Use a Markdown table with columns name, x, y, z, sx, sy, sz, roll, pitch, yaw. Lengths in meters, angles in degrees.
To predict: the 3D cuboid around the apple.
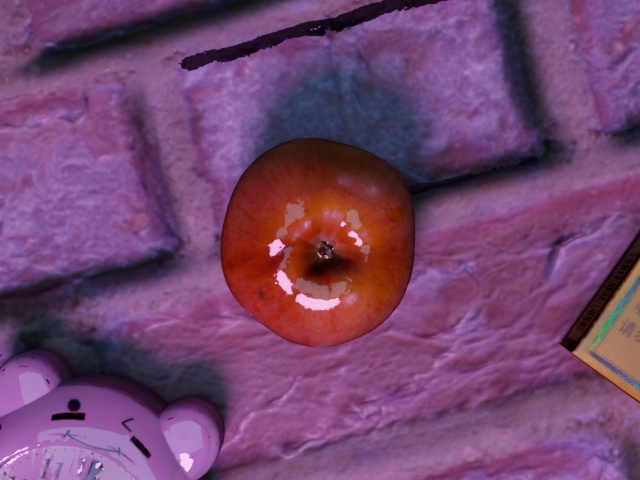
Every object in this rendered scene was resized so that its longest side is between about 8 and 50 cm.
| name | x | y | z | sx | sy | sz | roll | pitch | yaw |
| --- | --- | --- | --- | --- | --- | --- | --- | --- | --- |
| apple | 0.000 | 0.000 | 1.104 | 0.209 | 0.164 | 0.209 | 0 | 94 | -1 |

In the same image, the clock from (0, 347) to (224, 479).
| name | x | y | z | sx | sy | sz | roll | pitch | yaw |
| --- | --- | --- | --- | --- | --- | --- | --- | --- | --- |
| clock | -0.253 | 0.292 | 1.142 | 0.295 | 0.113 | 0.322 | 18 | 91 | 0 |

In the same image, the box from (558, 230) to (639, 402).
| name | x | y | z | sx | sy | sz | roll | pitch | yaw |
| --- | --- | --- | --- | --- | --- | --- | --- | --- | --- |
| box | 0.413 | 0.044 | 1.139 | 0.193 | 0.084 | 0.301 | 35 | 92 | -1 |
